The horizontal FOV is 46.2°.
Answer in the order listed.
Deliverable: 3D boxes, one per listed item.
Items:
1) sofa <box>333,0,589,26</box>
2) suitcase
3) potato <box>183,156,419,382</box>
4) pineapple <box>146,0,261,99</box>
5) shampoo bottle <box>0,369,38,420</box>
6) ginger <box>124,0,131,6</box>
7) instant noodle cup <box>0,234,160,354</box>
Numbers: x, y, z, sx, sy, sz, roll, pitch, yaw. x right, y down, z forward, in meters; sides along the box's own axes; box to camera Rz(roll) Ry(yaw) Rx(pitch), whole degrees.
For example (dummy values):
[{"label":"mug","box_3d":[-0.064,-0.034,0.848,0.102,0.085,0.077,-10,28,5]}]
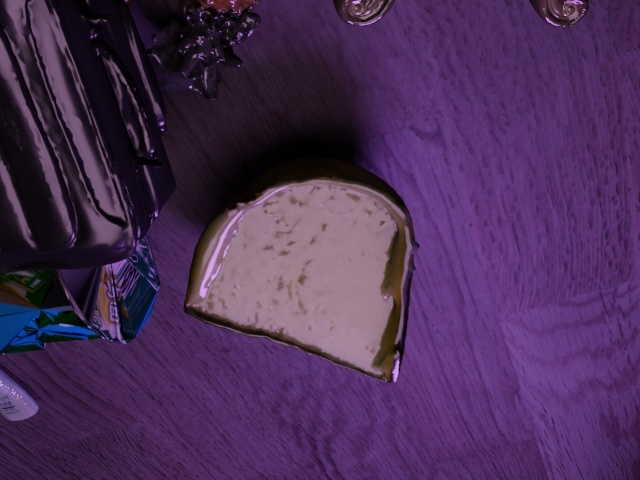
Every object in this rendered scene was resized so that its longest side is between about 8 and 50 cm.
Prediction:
[{"label":"sofa","box_3d":[0.134,-0.290,0.770,0.258,0.200,0.182,-2,134,-8]},{"label":"suitcase","box_3d":[-0.335,-0.140,0.782,0.339,0.188,0.345,-6,119,14]},{"label":"potato","box_3d":[0.000,0.000,1.077,0.330,0.213,0.280,18,115,-8]},{"label":"pineapple","box_3d":[-0.125,-0.259,0.840,0.119,0.111,0.237,32,136,3]},{"label":"shampoo bottle","box_3d":[-0.582,0.261,1.353,0.069,0.041,0.191,-7,136,7]},{"label":"ginger","box_3d":[-0.257,-0.278,0.821,0.103,0.073,0.162,23,134,-32]},{"label":"instant noodle cup","box_3d":[-0.365,0.042,1.040,0.178,0.240,0.240,-14,136,18]}]
